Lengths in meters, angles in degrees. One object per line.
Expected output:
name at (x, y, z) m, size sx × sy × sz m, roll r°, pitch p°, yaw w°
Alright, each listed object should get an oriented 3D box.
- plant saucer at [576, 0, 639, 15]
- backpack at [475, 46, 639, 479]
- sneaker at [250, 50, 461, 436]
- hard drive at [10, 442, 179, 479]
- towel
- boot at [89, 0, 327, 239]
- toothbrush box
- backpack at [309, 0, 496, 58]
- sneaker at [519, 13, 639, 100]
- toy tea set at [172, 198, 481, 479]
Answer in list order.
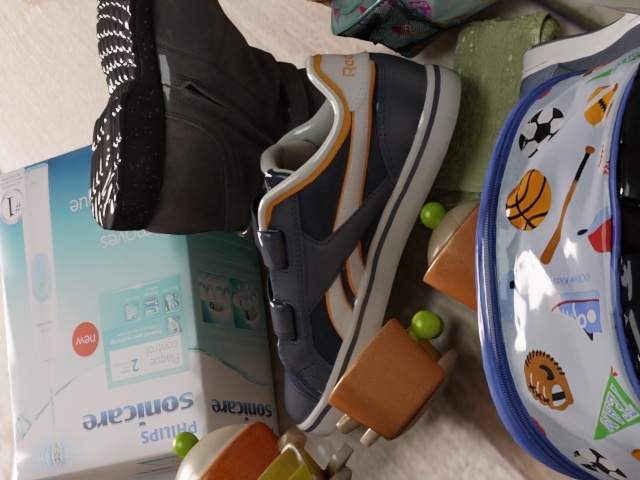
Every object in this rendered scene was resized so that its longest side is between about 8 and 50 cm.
plant saucer at (0.253, -0.219, 0.705) m, size 0.400 × 0.101 × 0.401 m, roll -15°, pitch 43°, yaw 14°
backpack at (0.201, 0.016, 0.693) m, size 0.213 × 0.263 × 0.277 m, roll -19°, pitch 66°, yaw 49°
sneaker at (0.000, 0.000, 1.081) m, size 0.126 × 0.127 × 0.321 m, roll -102°, pitch 28°, yaw -67°
hard drive at (-0.199, 0.135, 1.368) m, size 0.233 × 0.047 × 0.353 m, roll -1°, pitch 80°, yaw 30°
towel at (0.132, -0.096, 1.033) m, size 0.110 × 0.027 × 0.148 m, roll 7°, pitch 89°, yaw 57°
boot at (-0.074, -0.157, 1.182) m, size 0.118 × 0.222 × 0.338 m, roll 179°, pitch 96°, yaw -66°
toothbrush box at (-0.171, 0.064, 1.266) m, size 0.216 × 0.126 × 0.296 m, roll -14°, pitch 75°, yaw 27°
backpack at (0.076, -0.246, 1.051) m, size 0.188 × 0.144 × 0.166 m, roll -15°, pitch 65°, yaw 50°
sneaker at (0.197, -0.060, 0.864) m, size 0.226 × 0.086 × 0.164 m, roll -18°, pitch 57°, yaw 63°
toy tea set at (0.011, 0.095, 0.969) m, size 0.124 × 0.336 × 0.200 m, roll 39°, pitch 152°, yaw 9°
